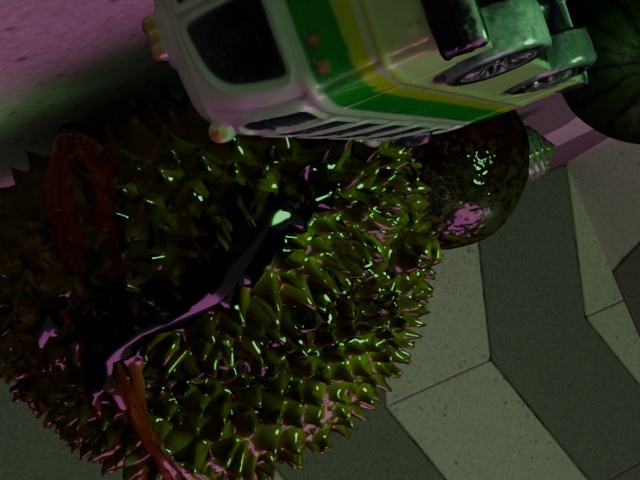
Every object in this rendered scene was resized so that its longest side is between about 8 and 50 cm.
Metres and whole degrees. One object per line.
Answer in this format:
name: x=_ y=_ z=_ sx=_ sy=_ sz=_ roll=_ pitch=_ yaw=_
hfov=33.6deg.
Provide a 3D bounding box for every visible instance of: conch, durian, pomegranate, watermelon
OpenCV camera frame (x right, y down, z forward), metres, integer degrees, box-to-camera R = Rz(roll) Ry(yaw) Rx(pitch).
conch: x=0.347 y=-0.162 z=1.918 sx=0.153 sy=0.102 sz=0.135 roll=10 pitch=-170 yaw=5
durian: x=-0.093 y=0.031 z=0.847 sx=0.385 sy=0.347 sz=0.347 roll=-6 pitch=180 yaw=16
pomegranate: x=0.126 y=-0.101 z=1.276 sx=0.248 sy=0.214 sz=0.214 roll=20 pitch=160 yaw=-18
watermelon: x=0.311 y=-0.180 z=0.998 sx=0.188 sy=0.188 sz=0.214 roll=-24 pitch=-170 yaw=22

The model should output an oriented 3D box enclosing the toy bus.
toy bus: x=0.043 y=-0.134 z=0.611 sx=0.179 sy=0.143 sz=0.305 roll=-21 pitch=177 yaw=23
